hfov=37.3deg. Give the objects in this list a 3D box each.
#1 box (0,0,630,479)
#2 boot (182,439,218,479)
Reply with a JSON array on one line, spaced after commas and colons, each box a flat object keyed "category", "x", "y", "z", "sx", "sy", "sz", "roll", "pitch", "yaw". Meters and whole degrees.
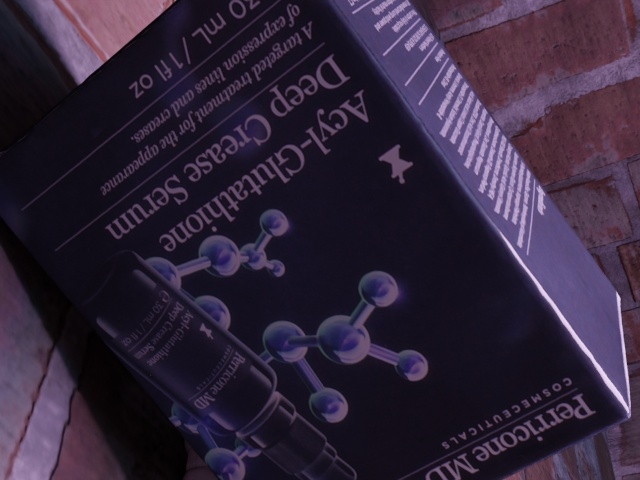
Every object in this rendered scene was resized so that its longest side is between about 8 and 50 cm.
[{"category": "box", "x": 0.000, "y": 0.000, "z": 0.728, "sx": 0.395, "sy": 0.293, "sz": 0.212, "roll": 52, "pitch": 24, "yaw": -9}, {"category": "boot", "x": -0.041, "y": 0.229, "z": 0.878, "sx": 0.258, "sy": 0.095, "sz": 0.123, "roll": 43, "pitch": 40, "yaw": -39}]
